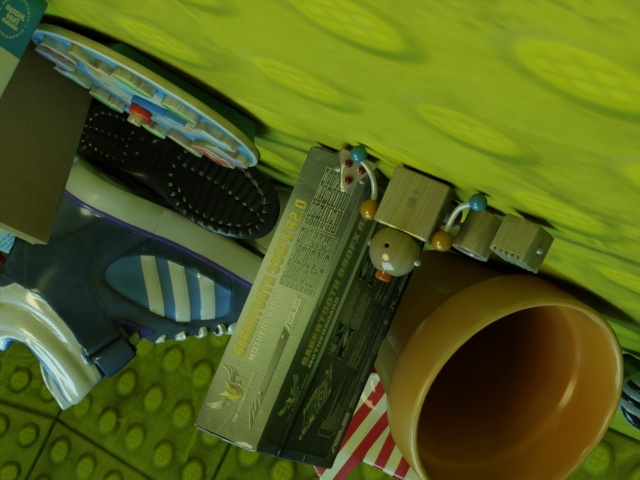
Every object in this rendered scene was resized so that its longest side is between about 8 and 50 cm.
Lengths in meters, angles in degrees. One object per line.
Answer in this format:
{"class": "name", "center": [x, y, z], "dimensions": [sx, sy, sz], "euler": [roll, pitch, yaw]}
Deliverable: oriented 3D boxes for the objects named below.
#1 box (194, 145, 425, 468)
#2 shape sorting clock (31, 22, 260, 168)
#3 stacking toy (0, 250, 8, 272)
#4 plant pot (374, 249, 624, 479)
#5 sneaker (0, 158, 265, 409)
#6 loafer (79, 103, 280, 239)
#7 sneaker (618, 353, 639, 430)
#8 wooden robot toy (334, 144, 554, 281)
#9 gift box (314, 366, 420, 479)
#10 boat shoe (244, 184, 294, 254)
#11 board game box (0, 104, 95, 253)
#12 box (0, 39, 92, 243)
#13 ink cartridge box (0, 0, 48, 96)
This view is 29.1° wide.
{"class": "box", "center": [0.001, 0.062, 0.986], "dimensions": [0.056, 0.231, 0.183], "euler": [20, 174, 23]}
{"class": "shape sorting clock", "center": [-0.141, -0.111, 0.987], "dimensions": [0.206, 0.040, 0.206], "euler": [25, 175, 2]}
{"class": "stacking toy", "center": [-0.330, -0.021, 1.508], "dimensions": [0.279, 0.309, 0.130], "euler": [15, 164, 10]}
{"class": "plant pot", "center": [0.133, 0.103, 1.107], "dimensions": [0.205, 0.205, 0.188], "euler": [29, -170, -32]}
{"class": "sneaker", "center": [-0.180, 0.079, 1.278], "dimensions": [0.323, 0.236, 0.130], "euler": [27, -173, -31]}
{"class": "loafer", "center": [-0.131, -0.072, 1.220], "dimensions": [0.220, 0.080, 0.078], "euler": [30, -175, 13]}
{"class": "sneaker", "center": [0.396, 0.181, 1.299], "dimensions": [0.224, 0.083, 0.098], "euler": [32, -166, -20]}
{"class": "wooden robot toy", "center": [0.069, -0.002, 0.860], "dimensions": [0.173, 0.079, 0.076], "euler": [24, 175, 21]}
{"class": "gift box", "center": [0.117, 0.169, 1.352], "dimensions": [0.255, 0.276, 0.258], "euler": [20, 173, 6]}
{"class": "boat shoe", "center": [0.000, 0.000, 1.263], "dimensions": [0.206, 0.075, 0.065], "euler": [18, 169, 26]}
{"class": "board game box", "center": [-0.282, -0.065, 1.334], "dimensions": [0.275, 0.144, 0.142], "euler": [32, -158, -50]}
{"class": "box", "center": [-0.264, -0.101, 0.998], "dimensions": [0.021, 0.164, 0.201], "euler": [9, 168, 27]}
{"class": "ink cartridge box", "center": [-0.296, -0.095, 0.822], "dimensions": [0.078, 0.231, 0.134], "euler": [22, 174, 30]}
